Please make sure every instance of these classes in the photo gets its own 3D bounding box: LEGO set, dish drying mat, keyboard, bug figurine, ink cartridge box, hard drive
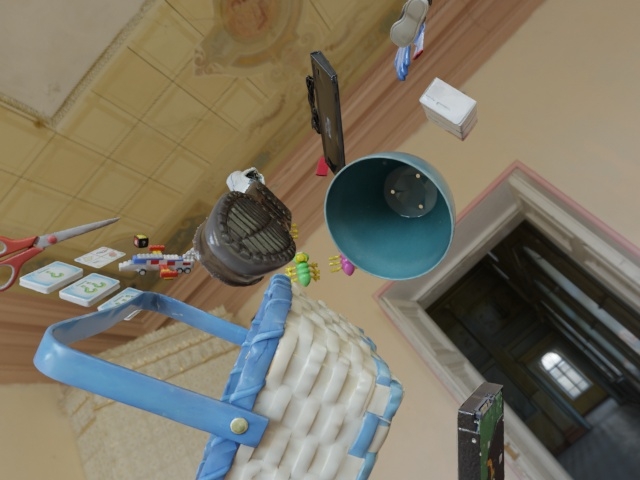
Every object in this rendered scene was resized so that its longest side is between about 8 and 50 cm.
[{"bbox_3d":[-0.328,0.035,0.729,0.244,0.182,0.060,-54,-21,-69],"label":"LEGO set"},{"bbox_3d":[0.008,-0.204,1.198,0.032,0.083,0.008,7,-44,3],"label":"dish drying mat"},{"bbox_3d":[0.015,-0.294,1.030,0.033,0.202,0.317,-23,-37,-11],"label":"keyboard"},{"bbox_3d":[0.000,0.000,1.112,0.278,0.216,0.072,-12,-6,-7],"label":"bug figurine"},{"bbox_3d":[0.267,-0.267,0.891,0.056,0.099,0.135,-54,-17,12],"label":"ink cartridge box"},{"bbox_3d":[0.419,0.570,1.123,0.236,0.064,0.339,-5,-85,-54],"label":"hard drive"}]

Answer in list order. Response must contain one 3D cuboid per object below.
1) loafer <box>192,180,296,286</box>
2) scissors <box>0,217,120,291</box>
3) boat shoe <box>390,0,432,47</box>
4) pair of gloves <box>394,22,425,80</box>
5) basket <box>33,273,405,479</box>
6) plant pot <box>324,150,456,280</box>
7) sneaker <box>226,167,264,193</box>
[{"bbox_3d":[-0.122,0.002,0.695,0.130,0.134,0.366,-44,7,10],"label":"loafer"},{"bbox_3d":[-0.569,-0.004,0.876,0.297,0.021,0.109,-34,-66,-12],"label":"scissors"},{"bbox_3d":[0.151,-0.369,0.715,0.038,0.046,0.125,-59,-1,-11],"label":"boat shoe"},{"bbox_3d":[0.199,-0.457,0.968,0.023,0.160,0.198,3,-4,-7],"label":"pair of gloves"},{"bbox_3d":[-0.083,0.129,0.430,0.201,0.288,0.255,-63,2,1],"label":"basket"},{"bbox_3d":[0.182,-0.081,1.001,0.195,0.290,0.290,-43,-18,-50],"label":"plant pot"},{"bbox_3d":[-0.191,-0.150,1.171,0.094,0.258,0.091,38,-81,-26],"label":"sneaker"}]
